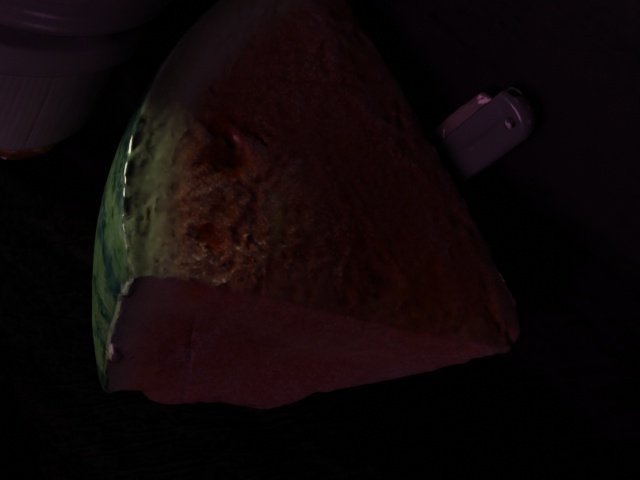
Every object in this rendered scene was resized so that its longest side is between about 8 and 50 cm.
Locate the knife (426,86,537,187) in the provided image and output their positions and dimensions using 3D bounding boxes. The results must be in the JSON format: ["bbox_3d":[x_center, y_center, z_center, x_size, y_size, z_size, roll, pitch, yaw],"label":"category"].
[{"bbox_3d":[0.085,-0.056,1.141,0.162,0.023,0.044,-35,90,42],"label":"knife"}]

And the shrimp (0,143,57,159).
[{"bbox_3d":[-0.273,-0.139,1.358,0.187,0.051,0.132,18,103,23],"label":"shrimp"}]

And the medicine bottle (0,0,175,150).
[{"bbox_3d":[-0.193,-0.234,1.111,0.245,0.245,0.306,41,132,13],"label":"medicine bottle"}]

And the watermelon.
[{"bbox_3d":[-0.027,-0.031,1.106,0.292,0.283,0.250,-4,123,21],"label":"watermelon"}]
